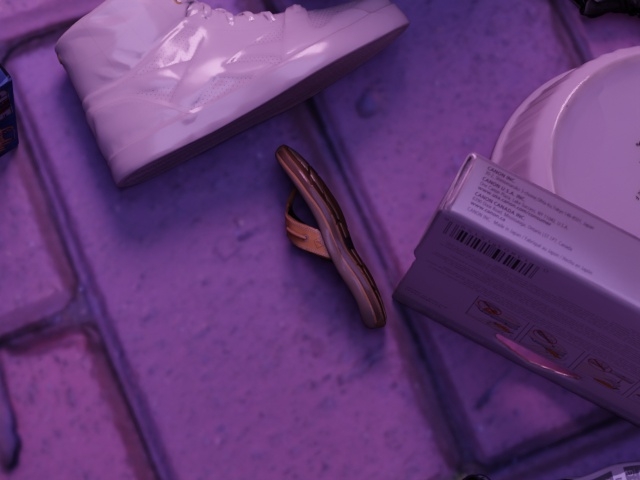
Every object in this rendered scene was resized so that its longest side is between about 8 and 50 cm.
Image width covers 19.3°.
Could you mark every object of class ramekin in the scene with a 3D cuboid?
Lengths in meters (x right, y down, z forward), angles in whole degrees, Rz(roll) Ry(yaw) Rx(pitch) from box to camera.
[{"bbox_3d":[0.282,-0.043,1.614,0.272,0.127,0.273,2,74,-6],"label":"ramekin"}]

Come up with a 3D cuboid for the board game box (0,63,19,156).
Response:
[{"bbox_3d":[-0.339,-0.188,1.561,0.042,0.165,0.243,-36,82,-15],"label":"board game box"}]

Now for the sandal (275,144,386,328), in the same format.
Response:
[{"bbox_3d":[0.000,0.000,1.607,0.049,0.072,0.180,-28,83,8],"label":"sandal"}]

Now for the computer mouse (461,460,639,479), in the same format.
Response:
[{"bbox_3d":[0.207,0.235,1.574,0.193,0.042,0.106,-10,71,-4],"label":"computer mouse"}]

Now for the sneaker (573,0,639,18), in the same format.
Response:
[{"bbox_3d":[0.270,-0.223,1.705,0.089,0.051,0.170,-38,77,-15],"label":"sneaker"}]

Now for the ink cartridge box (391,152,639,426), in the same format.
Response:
[{"bbox_3d":[0.206,0.053,1.520,0.275,0.239,0.060,28,72,1],"label":"ink cartridge box"}]

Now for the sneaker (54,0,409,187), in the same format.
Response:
[{"bbox_3d":[-0.081,-0.184,1.621,0.292,0.108,0.169,-27,82,-12],"label":"sneaker"}]
